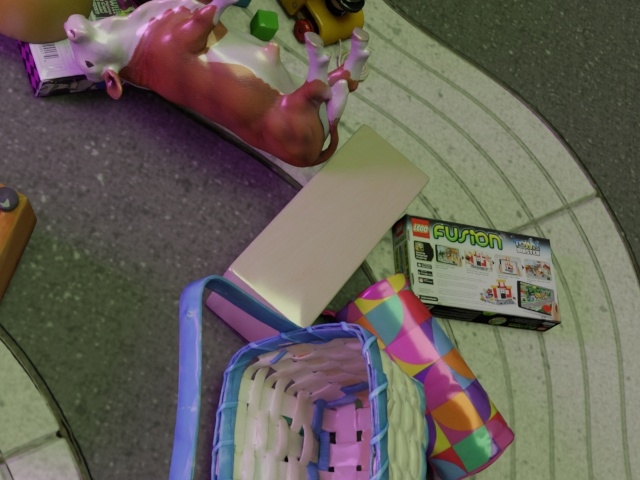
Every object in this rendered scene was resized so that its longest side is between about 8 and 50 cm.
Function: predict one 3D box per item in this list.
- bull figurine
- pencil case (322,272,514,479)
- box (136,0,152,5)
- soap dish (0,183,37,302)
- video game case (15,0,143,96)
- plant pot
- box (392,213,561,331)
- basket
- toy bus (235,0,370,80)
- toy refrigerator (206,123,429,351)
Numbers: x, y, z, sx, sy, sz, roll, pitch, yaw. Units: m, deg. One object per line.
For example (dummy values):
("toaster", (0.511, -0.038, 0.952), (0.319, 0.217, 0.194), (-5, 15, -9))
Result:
("bull figurine", (-0.102, -0.190, 1.142), (0.310, 0.188, 0.101), (27, 40, -16))
("pencil case", (0.108, 0.146, 1.187), (0.104, 0.104, 0.236), (-29, 79, -35))
("box", (-0.151, -0.384, 1.194), (0.167, 0.203, 0.168), (42, 53, -4))
("soap dish", (-0.412, -0.001, 0.958), (0.291, 0.118, 0.229), (28, 56, -19))
("video game case", (-0.252, -0.280, 1.240), (0.210, 0.042, 0.232), (-13, 73, -31))
("plant pot", (-0.293, -0.287, 1.138), (0.134, 0.095, 0.134), (10, 64, -20))
("box", (0.188, 0.040, 1.314), (0.207, 0.036, 0.114), (10, 62, -23))
("basket", (-0.028, 0.192, 1.006), (0.289, 0.201, 0.255), (37, 47, -46))
("toy bus", (0.003, -0.328, 1.359), (0.202, 0.104, 0.191), (20, 59, -17))
("toy refrigerator", (0.000, 0.000, 1.205), (0.102, 0.094, 0.269), (40, 53, 1))
